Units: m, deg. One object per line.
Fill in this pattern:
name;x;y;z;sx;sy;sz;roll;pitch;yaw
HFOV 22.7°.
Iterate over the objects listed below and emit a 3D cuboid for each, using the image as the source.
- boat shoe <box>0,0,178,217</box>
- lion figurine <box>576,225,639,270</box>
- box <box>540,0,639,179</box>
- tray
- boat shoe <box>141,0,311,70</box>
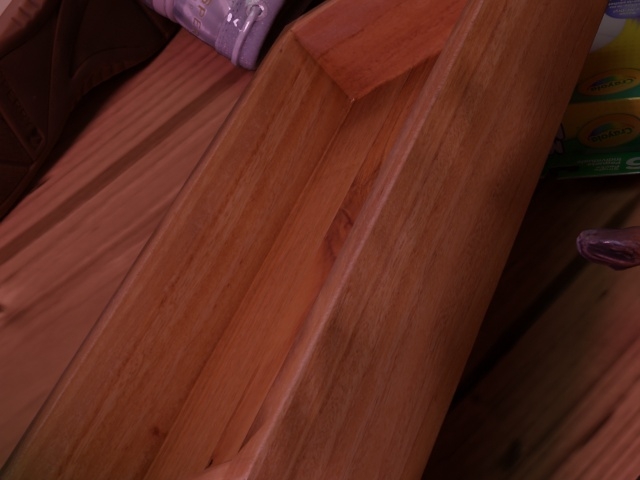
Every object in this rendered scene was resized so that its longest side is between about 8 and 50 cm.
boat shoe;-0.194;-0.140;1.019;0.123;0.123;0.342;10;52;31
lion figurine;0.324;-0.060;0.677;0.392;0.142;0.240;0;34;30
box;0.139;-0.097;0.879;0.105;0.043;0.179;-4;41;19
tray;0.000;0.000;0.727;0.203;0.076;0.411;-26;25;41
boat shoe;0.021;-0.229;1.050;0.103;0.118;0.320;41;60;13
